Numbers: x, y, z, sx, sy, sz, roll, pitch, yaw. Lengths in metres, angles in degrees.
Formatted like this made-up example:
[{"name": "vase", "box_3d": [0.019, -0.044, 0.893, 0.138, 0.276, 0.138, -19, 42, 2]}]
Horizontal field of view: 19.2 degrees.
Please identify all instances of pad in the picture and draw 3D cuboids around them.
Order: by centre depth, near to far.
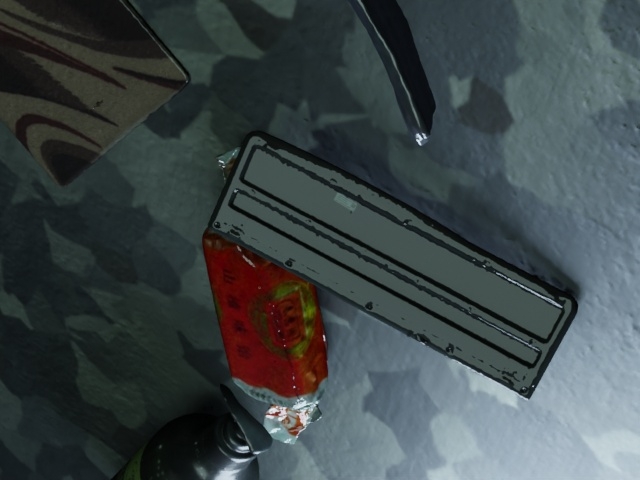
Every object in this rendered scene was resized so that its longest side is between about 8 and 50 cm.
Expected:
[{"name": "pad", "box_3d": [-0.264, -0.206, 1.511, 0.330, 0.004, 0.220, 50, 138, -5]}]

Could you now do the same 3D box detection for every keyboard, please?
[{"name": "keyboard", "box_3d": [0.002, -0.006, 1.396, 0.381, 0.041, 0.103, 26, 116, 1]}]

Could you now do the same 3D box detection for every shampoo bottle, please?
[{"name": "shampoo bottle", "box_3d": [-0.121, 0.216, 1.654, 0.101, 0.101, 0.284, 45, 139, 0]}]

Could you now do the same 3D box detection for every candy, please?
[{"name": "candy", "box_3d": [-0.042, 0.053, 1.502, 0.086, 0.059, 0.292, 11, 127, 33]}]

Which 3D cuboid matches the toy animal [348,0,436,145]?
[{"name": "toy animal", "box_3d": [-0.013, -0.242, 1.079, 0.367, 0.081, 0.206, 42, 125, -4]}]
